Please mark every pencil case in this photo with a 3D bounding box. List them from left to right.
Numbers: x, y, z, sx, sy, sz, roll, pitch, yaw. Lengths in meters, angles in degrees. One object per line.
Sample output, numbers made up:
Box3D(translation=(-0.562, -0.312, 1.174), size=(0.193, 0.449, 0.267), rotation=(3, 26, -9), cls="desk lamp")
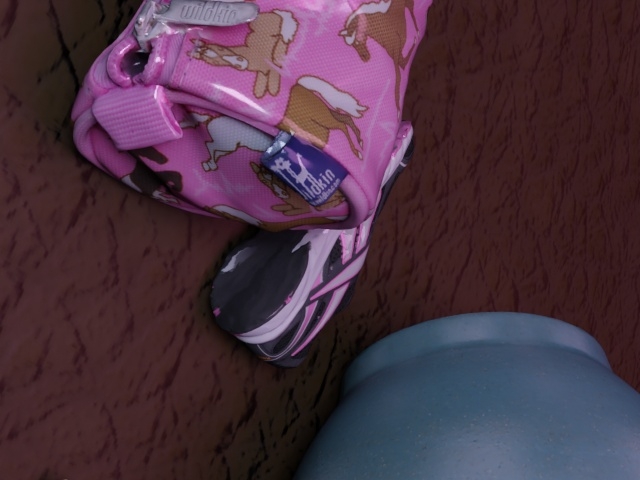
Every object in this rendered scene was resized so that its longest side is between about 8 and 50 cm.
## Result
Box3D(translation=(0.003, -0.197, 0.626), size=(0.160, 0.167, 0.386), rotation=(21, 75, -10), cls="pencil case")

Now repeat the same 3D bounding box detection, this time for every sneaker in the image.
Box3D(translation=(0.000, 0.000, 0.720), size=(0.178, 0.072, 0.077), rotation=(-53, 142, -21), cls="sneaker")

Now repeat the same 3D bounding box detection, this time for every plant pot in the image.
Box3D(translation=(0.104, 0.167, 0.715), size=(0.293, 0.293, 0.196), rotation=(38, 40, -45), cls="plant pot")
